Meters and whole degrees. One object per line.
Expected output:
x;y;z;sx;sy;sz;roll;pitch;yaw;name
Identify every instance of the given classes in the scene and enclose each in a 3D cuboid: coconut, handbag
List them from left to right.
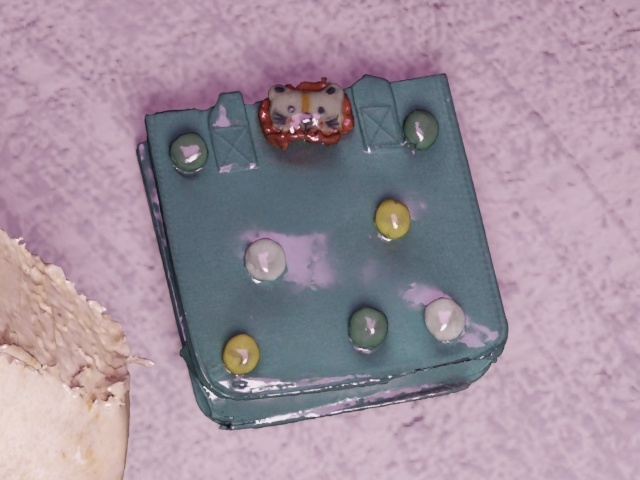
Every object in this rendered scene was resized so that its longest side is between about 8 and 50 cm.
-0.324;0.124;1.312;0.346;0.360;0.346;-6;99;-39;coconut
0.001;0.001;1.513;0.269;0.100;0.274;-8;73;-8;handbag
